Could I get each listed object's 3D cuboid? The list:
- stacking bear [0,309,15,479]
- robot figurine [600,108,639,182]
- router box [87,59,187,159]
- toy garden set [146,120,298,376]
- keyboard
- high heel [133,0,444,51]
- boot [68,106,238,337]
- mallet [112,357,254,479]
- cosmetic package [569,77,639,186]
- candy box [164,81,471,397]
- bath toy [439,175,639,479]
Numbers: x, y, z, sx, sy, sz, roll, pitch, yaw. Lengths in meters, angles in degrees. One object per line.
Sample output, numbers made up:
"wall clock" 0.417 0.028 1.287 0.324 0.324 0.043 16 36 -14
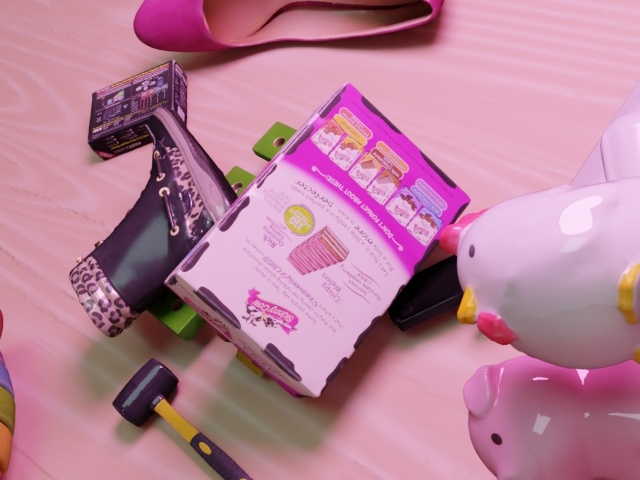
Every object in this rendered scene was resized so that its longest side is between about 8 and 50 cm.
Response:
"stacking bear" -0.372 0.201 0.917 0.164 0.175 0.289 -9 57 -13
"robot figurine" 0.347 -0.052 0.539 0.353 0.300 0.199 -16 59 26
"router box" -0.224 -0.160 1.187 0.122 0.038 0.092 -18 50 15
"toy garden set" -0.051 0.011 0.959 0.244 0.049 0.204 -48 46 -13
"keyboard" 0.151 0.036 0.847 0.192 0.038 0.100 -27 24 10
"high heel" -0.047 -0.268 1.105 0.377 0.127 0.181 -17 39 12
"boot" -0.179 -0.025 0.969 0.178 0.085 0.236 -38 43 1
"mallet" -0.124 0.183 0.876 0.062 0.039 0.190 -43 51 -7
"cosmetic package" 0.267 -0.025 0.758 0.107 0.127 0.238 27 70 40
"candy box" 0.000 0.000 0.849 0.233 0.159 0.071 -50 8 -20
"bath toy" 0.147 0.110 0.569 0.129 0.348 0.151 15 49 37
